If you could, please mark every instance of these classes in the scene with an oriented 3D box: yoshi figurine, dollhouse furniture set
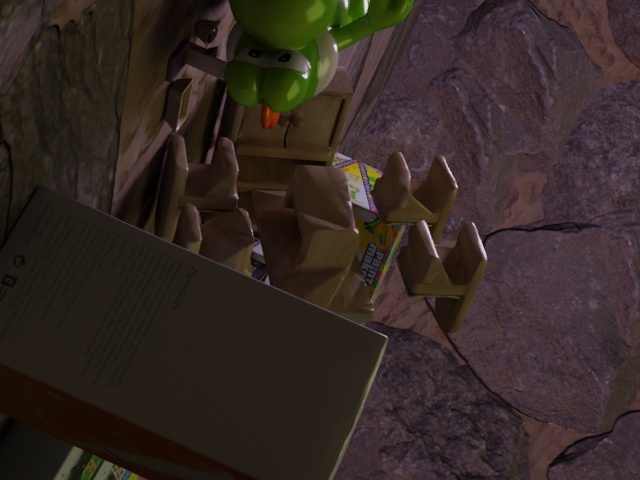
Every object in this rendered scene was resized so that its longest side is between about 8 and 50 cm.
[{"bbox_3d":[-0.020,-0.270,1.389,0.203,0.203,0.362,-23,-156,21],"label":"yoshi figurine"},{"bbox_3d":[-0.036,-0.017,1.657,0.394,0.362,0.256,-105,-156,-46],"label":"dollhouse furniture set"},{"bbox_3d":[-0.123,-0.174,1.453,0.114,0.081,0.091,108,7,-46],"label":"dollhouse furniture set"}]

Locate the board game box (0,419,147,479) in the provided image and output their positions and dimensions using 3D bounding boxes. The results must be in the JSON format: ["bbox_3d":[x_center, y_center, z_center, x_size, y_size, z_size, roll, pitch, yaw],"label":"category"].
[{"bbox_3d":[-0.257,0.301,1.482,0.303,0.097,0.224,74,33,-42],"label":"board game box"}]

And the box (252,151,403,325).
[{"bbox_3d":[0.000,0.000,2.414,0.177,0.279,0.290,-57,170,-61],"label":"box"}]

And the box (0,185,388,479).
[{"bbox_3d":[-0.135,0.125,1.186,0.215,0.345,0.168,100,14,-66],"label":"box"}]

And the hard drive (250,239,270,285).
[{"bbox_3d":[-0.136,0.151,1.984,0.210,0.040,0.319,-40,153,-79],"label":"hard drive"}]

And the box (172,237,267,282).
[{"bbox_3d":[-0.191,0.130,1.796,0.163,0.142,0.247,-46,160,-79],"label":"box"}]
